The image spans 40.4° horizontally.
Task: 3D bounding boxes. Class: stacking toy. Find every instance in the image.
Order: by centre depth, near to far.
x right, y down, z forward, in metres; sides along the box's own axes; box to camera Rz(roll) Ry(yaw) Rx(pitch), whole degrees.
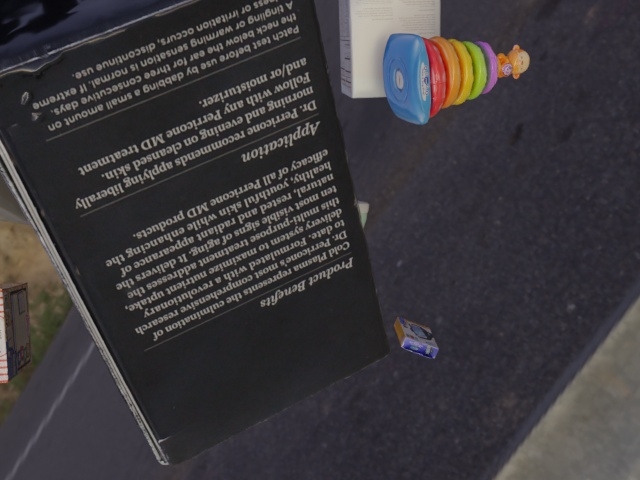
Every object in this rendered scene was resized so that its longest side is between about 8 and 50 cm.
[{"bbox_3d":[0.292,-0.341,1.749,0.166,0.301,0.175,-143,46,-65],"label":"stacking toy"}]

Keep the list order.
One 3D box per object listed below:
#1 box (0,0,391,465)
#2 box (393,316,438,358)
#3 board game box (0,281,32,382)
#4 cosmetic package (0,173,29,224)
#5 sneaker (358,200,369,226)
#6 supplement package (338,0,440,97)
[{"bbox_3d":[-0.186,-0.109,0.964,0.297,0.472,0.480,-24,40,-14],"label":"box"},{"bbox_3d":[0.212,0.216,1.925,0.136,0.081,0.028,-106,36,-74],"label":"box"},{"bbox_3d":[-0.517,0.147,1.430,0.193,0.045,0.147,179,88,-83],"label":"board game box"},{"bbox_3d":[-0.564,-0.115,1.477,0.238,0.107,0.127,48,-129,-75],"label":"cosmetic package"},{"bbox_3d":[0.001,0.000,1.649,0.094,0.256,0.151,12,99,39],"label":"sneaker"},{"bbox_3d":[0.149,-0.458,1.936,0.198,0.199,0.263,-115,22,-75],"label":"supplement package"}]
